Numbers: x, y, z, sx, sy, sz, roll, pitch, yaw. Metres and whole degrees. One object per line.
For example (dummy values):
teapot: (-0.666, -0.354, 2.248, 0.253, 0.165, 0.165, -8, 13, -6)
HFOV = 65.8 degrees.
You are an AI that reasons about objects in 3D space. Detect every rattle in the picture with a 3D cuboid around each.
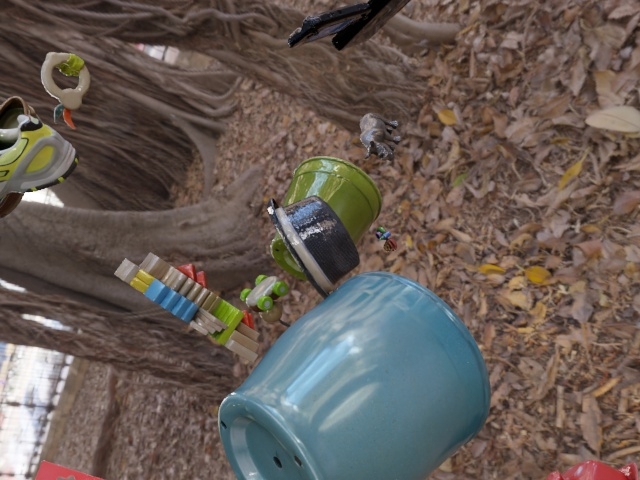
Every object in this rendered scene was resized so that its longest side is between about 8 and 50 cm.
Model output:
rattle: (-0.732, -0.421, 1.386, 0.143, 0.130, 0.199, 13, 110, 24)

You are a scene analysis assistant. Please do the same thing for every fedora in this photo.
fedora: (0.000, 0.000, 1.335, 0.153, 0.334, 0.334, -33, 36, 3)

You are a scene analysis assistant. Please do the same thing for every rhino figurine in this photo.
rhino figurine: (0.158, -0.276, 1.349, 0.243, 0.107, 0.073, -86, 15, -52)

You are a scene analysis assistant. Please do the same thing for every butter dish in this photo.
butter dish: (0.434, 0.433, 0.824, 0.160, 0.118, 0.159, -43, -18, -51)

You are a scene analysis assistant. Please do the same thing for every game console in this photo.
game console: (0.062, -0.478, 1.086, 0.213, 0.361, 0.043, -27, 97, 51)

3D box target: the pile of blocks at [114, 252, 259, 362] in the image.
pile of blocks: (-0.273, 0.131, 1.112, 0.112, 0.362, 0.149, -57, 13, -12)

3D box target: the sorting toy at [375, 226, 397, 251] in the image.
sorting toy: (0.211, -0.002, 1.651, 0.102, 0.042, 0.061, 48, 158, 27)

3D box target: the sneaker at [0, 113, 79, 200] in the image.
sneaker: (-0.727, -0.159, 1.054, 0.147, 0.385, 0.145, 69, 178, -47)

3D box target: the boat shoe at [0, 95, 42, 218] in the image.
boat shoe: (-0.785, -0.215, 1.215, 0.120, 0.123, 0.323, 119, 154, -62)

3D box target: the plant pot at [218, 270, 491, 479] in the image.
plant pot: (0.025, 0.209, 0.617, 0.272, 0.255, 0.271, 23, 124, 38)

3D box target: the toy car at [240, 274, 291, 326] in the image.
toy car: (-0.171, 0.238, 1.794, 0.149, 0.188, 0.155, -43, 29, -24)

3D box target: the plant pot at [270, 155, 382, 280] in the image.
plant pot: (-0.004, -0.054, 1.798, 0.366, 0.367, 0.352, -36, 21, 50)

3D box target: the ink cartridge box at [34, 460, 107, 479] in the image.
ink cartridge box: (-0.499, 0.530, 0.882, 0.181, 0.056, 0.224, 3, 68, 23)
